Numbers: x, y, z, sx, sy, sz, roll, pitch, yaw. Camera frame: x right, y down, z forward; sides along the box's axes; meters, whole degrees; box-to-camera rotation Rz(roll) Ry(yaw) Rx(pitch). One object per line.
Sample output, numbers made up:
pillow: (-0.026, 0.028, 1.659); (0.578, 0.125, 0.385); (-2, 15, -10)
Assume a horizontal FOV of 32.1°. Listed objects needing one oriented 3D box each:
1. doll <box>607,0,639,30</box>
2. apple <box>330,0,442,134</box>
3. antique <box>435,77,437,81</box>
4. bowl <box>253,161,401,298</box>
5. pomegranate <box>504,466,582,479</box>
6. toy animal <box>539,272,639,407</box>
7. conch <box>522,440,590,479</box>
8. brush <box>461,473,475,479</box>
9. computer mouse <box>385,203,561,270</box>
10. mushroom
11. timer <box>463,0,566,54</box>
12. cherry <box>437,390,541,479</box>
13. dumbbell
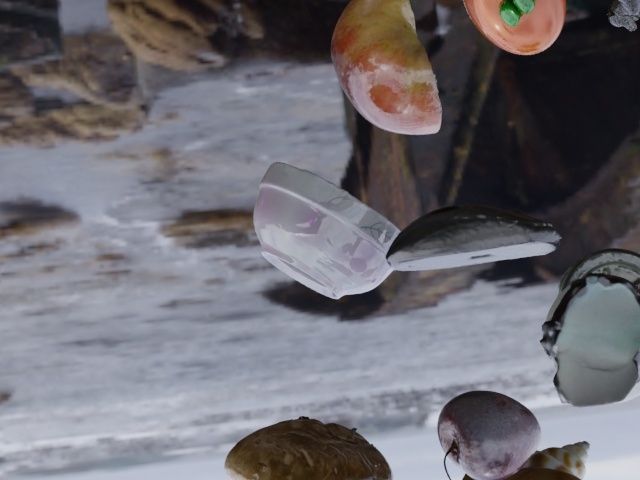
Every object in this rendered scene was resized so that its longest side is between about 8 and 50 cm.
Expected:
doll: (0.363, -0.340, 1.414); (0.139, 0.057, 0.165); (33, 160, 37)
apple: (0.107, -0.324, 2.044); (0.163, 0.292, 0.251); (-13, 165, -2)
antique: (0.156, -0.383, 2.345); (0.086, 0.088, 0.183); (21, 150, 51)
bowl: (0.000, 0.000, 1.908); (0.287, 0.143, 0.287); (30, 170, 6)
pomegranate: (0.337, 0.521, 1.707); (0.338, 0.338, 0.338); (-7, 170, -1)
toy animal: (0.345, 0.134, 1.369); (0.138, 0.166, 0.179); (37, 180, 26)
conch: (0.369, 0.449, 1.963); (0.275, 0.148, 0.182); (-21, 138, 0)
brush: (0.305, 0.430, 2.156); (0.083, 0.011, 0.205); (8, -146, 25)
computer mouse: (0.229, -0.012, 1.692); (0.270, 0.086, 0.137); (-8, 169, 20)
mushroom: (-0.002, 0.378, 1.785); (0.286, 0.156, 0.151); (7, -174, -19)
timer: (0.194, -0.245, 1.120); (0.099, 0.136, 0.136); (-36, 160, 18)
cherry: (0.234, 0.269, 1.437); (0.148, 0.115, 0.188); (25, -170, -33)
dumbbell: (0.492, 0.103, 1.891); (0.179, 0.179, 0.406); (-9, 176, 11)
